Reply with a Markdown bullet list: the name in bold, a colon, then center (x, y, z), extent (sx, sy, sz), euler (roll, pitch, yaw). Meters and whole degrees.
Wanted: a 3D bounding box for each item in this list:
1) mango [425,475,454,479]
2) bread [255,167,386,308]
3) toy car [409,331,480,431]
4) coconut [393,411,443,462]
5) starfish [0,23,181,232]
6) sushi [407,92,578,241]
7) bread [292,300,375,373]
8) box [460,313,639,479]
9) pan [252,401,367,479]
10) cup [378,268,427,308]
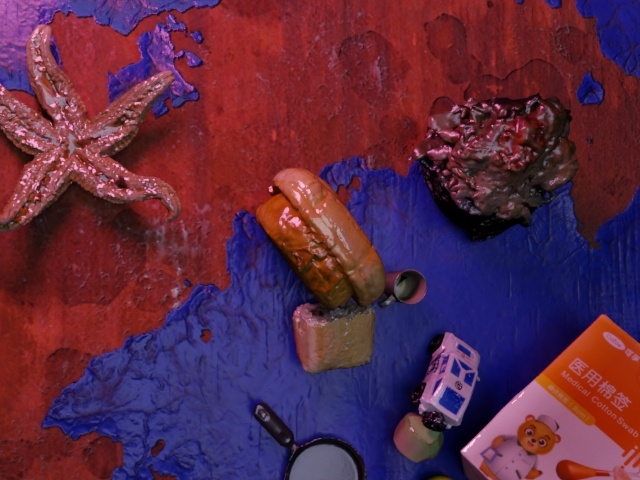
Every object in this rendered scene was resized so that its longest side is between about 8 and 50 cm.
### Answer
- **mango**: center (0.206, 0.425, 1.297), extent (0.108, 0.056, 0.073), euler (39, 85, -12)
- **bread**: center (0.001, 0.001, 1.191), extent (0.120, 0.198, 0.236), euler (-38, 99, -5)
- **toy car**: center (0.202, 0.224, 1.270), extent (0.080, 0.070, 0.170), euler (36, 50, -10)
- **coconut**: center (0.157, 0.312, 1.280), extent (0.082, 0.083, 0.081), euler (2, 126, -25)
- **starfish**: center (-0.363, -0.140, 1.159), extent (0.375, 0.094, 0.327), euler (27, 71, -5)
- **sushi**: center (0.279, -0.123, 1.257), extent (0.238, 0.219, 0.225), euler (-30, 91, -14)
- **bread**: center (0.017, 0.145, 1.247), extent (0.125, 0.082, 0.106), euler (-7, 116, -23)
- **box**: center (0.417, 0.312, 1.262), extent (0.341, 0.143, 0.225), euler (-39, 58, -13)
- **pan**: center (-0.025, 0.339, 1.257), extent (0.136, 0.028, 0.235), euler (-42, 101, -13)
- **cup**: center (0.125, 0.082, 1.277), extent (0.054, 0.083, 0.075), euler (27, 81, -12)
